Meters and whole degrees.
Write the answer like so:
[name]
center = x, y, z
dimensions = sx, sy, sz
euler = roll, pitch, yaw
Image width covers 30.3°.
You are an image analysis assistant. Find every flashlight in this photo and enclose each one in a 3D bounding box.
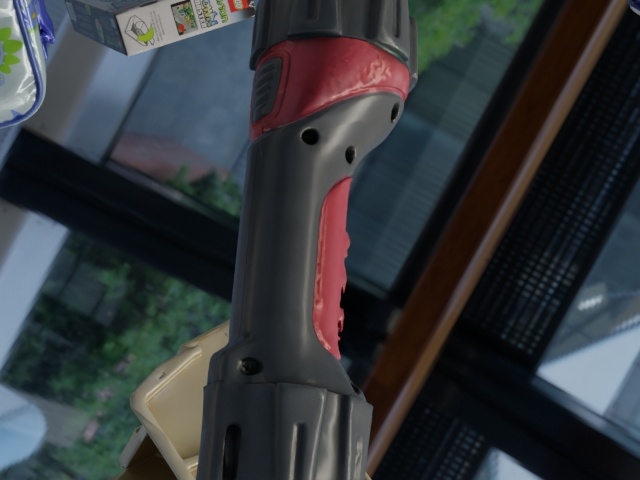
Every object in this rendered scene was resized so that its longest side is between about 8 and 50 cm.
[flashlight]
center = 0.000, 0.000, 0.668
dimensions = 0.103, 0.103, 0.304
euler = 60, 31, -67

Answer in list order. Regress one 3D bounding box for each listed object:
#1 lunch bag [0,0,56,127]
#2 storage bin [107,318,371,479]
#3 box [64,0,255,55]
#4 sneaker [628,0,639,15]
[lunch bag]
center = -0.267, -0.166, 0.744
dimensions = 0.090, 0.176, 0.219
euler = -104, -173, -46
[storage bin]
center = -0.064, 0.233, 0.893
dimensions = 0.123, 0.260, 0.262
euler = -27, 163, -32
[box]
center = -0.144, -0.203, 1.021
dimensions = 0.114, 0.207, 0.036
euler = -21, 112, -17
[sneaker]
center = 0.346, -0.203, 1.079
dimensions = 0.131, 0.296, 0.112
euler = -5, 149, -26
